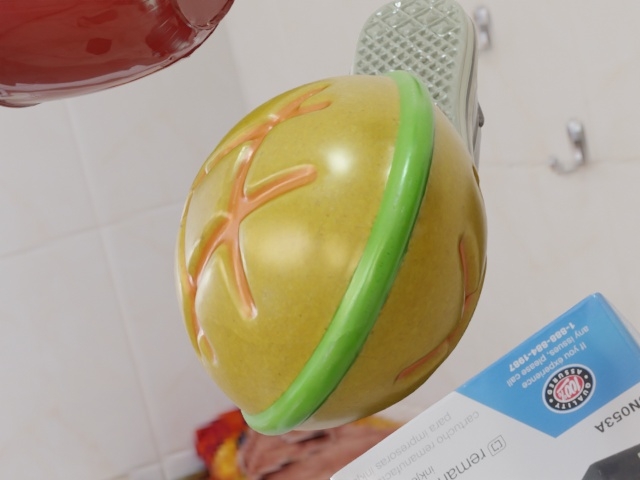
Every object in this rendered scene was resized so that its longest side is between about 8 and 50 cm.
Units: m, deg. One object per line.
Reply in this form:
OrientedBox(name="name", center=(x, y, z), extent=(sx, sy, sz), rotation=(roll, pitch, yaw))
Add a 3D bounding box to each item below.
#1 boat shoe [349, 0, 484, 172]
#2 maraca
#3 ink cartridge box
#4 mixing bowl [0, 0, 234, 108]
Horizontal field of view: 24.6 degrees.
OrientedBox(name="boat shoe", center=(0.078, -0.042, 1.498), extent=(0.186, 0.156, 0.500), rotation=(1, 47, 16))
OrientedBox(name="maraca", center=(0.000, 0.000, 0.504), extent=(0.099, 0.127, 0.185), rotation=(27, 4, -12))
OrientedBox(name="ink cartridge box", center=(0.179, 0.226, 0.914), extent=(0.223, 0.307, 0.129), rotation=(-36, -33, 9))
OrientedBox(name="mixing bowl", center=(-0.094, -0.145, 0.683), extent=(0.098, 0.181, 0.181), rotation=(10, 19, 20))
